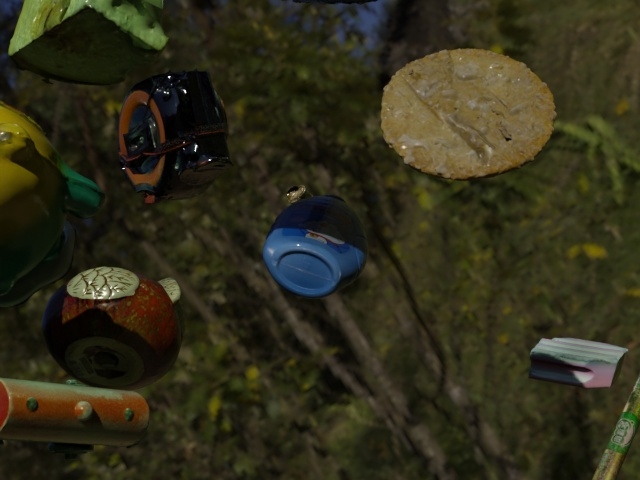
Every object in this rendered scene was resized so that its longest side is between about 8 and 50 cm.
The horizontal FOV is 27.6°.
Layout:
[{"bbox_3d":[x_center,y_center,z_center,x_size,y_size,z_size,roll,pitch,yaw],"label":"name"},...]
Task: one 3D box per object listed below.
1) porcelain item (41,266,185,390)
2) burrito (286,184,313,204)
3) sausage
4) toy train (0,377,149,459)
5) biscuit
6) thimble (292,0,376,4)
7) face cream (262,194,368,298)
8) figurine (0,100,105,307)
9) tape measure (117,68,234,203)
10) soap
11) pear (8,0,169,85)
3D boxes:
[{"bbox_3d":[-0.359,0.133,2.297,0.253,0.253,0.253,-30,-11,-7],"label":"porcelain item"},{"bbox_3d":[-0.031,-0.075,2.660,0.055,0.041,0.149,-10,-24,17],"label":"burrito"},{"bbox_3d":[0.458,0.289,1.964,0.269,0.033,0.033,-60,0,-23],"label":"sausage"},{"bbox_3d":[-0.375,0.241,1.812,0.177,0.116,0.285,-11,-18,42],"label":"toy train"},{"bbox_3d":[0.179,-0.156,1.604,0.220,0.220,0.033,-28,-33,-16],"label":"biscuit"},{"bbox_3d":[0.040,-0.485,2.120,0.270,0.150,0.271,-4,23,2],"label":"thimble"},{"bbox_3d":[0.000,0.000,1.921,0.264,0.149,0.083,-67,-2,-68],"label":"face cream"},{"bbox_3d":[-0.461,-0.052,1.775,0.323,0.231,0.340,-10,-25,-2],"label":"figurine"},{"bbox_3d":[-0.241,-0.165,2.092,0.135,0.202,0.223,-5,-17,-39],"label":"tape measure"},{"bbox_3d":[0.434,0.205,2.190,0.149,0.056,0.100,8,20,23],"label":"soap"},{"bbox_3d":[-0.359,-0.417,2.172,0.176,0.282,0.286,25,-30,-37],"label":"pear"}]
